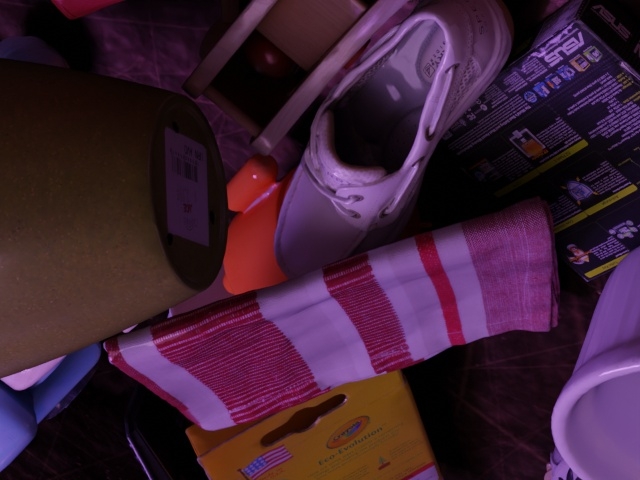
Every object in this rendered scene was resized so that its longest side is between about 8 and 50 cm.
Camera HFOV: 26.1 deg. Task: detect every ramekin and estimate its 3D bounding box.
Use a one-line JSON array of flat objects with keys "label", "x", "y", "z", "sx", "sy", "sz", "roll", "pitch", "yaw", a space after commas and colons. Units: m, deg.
[{"label": "ramekin", "x": 0.316, "y": 0.108, "z": 0.997, "sx": 0.277, "sy": 0.135, "sz": 0.277, "roll": 15, "pitch": 148, "yaw": 9}]

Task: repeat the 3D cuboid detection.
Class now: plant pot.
[{"label": "plant pot", "x": -0.226, "y": -0.020, "z": 0.976, "sx": 0.293, "sy": 0.275, "sz": 0.275, "roll": -6, "pitch": 133, "yaw": 18}]

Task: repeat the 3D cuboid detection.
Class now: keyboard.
[{"label": "keyboard", "x": -0.134, "y": 0.222, "z": 1.431, "sx": 0.201, "sy": 0.033, "sz": 0.317, "roll": 57, "pitch": -174, "yaw": -8}]

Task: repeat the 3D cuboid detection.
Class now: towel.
[{"label": "towel", "x": 0.025, "y": 0.068, "z": 1.065, "sx": 0.329, "sy": 0.037, "sz": 0.237, "roll": -18, "pitch": 158, "yaw": 5}]

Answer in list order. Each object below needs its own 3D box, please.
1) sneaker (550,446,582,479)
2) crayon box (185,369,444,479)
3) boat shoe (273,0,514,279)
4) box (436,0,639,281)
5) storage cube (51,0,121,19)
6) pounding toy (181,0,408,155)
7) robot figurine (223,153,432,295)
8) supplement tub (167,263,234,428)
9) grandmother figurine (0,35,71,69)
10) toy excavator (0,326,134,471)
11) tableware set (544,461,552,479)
[{"label": "sneaker", "x": 0.330, "y": 0.245, "z": 1.200, "sx": 0.366, "sy": 0.210, "sz": 0.137, "roll": 13, "pitch": 161, "yaw": -36}, {"label": "crayon box", "x": 0.003, "y": 0.209, "z": 1.321, "sx": 0.081, "sy": 0.202, "sz": 0.318, "roll": 57, "pitch": 172, "yaw": 38}, {"label": "boat shoe", "x": 0.028, "y": -0.066, "z": 0.982, "sx": 0.098, "sy": 0.096, "sz": 0.277, "roll": 41, "pitch": 124, "yaw": 16}, {"label": "box", "x": 0.195, "y": -0.068, "z": 0.995, "sx": 0.184, "sy": 0.045, "sz": 0.190, "roll": 38, "pitch": 145, "yaw": -12}, {"label": "storage cube", "x": -0.106, "y": -0.280, "z": 0.848, "sx": 0.193, "sy": 0.184, "sz": 0.215, "roll": -8, "pitch": 126, "yaw": 43}, {"label": "pounding toy", "x": -0.041, "y": -0.171, "z": 0.962, "sx": 0.155, "sy": 0.154, "sz": 0.269, "roll": 39, "pitch": 145, "yaw": -9}, {"label": "robot figurine", "x": 0.002, "y": 0.001, "z": 1.167, "sx": 0.219, "sy": 0.128, "sz": 0.158, "roll": -33, "pitch": 74, "yaw": 54}, {"label": "supplement tub", "x": -0.074, "y": 0.116, "z": 1.354, "sx": 0.144, "sy": 0.144, "sz": 0.200, "roll": 19, "pitch": 143, "yaw": 21}, {"label": "grandmother figurine", "x": -0.323, "y": -0.098, "z": 1.337, "sx": 0.208, "sy": 0.104, "sz": 0.342, "roll": 33, "pitch": 150, "yaw": -15}, {"label": "toy excavator", "x": -0.330, "y": 0.125, "z": 1.447, "sx": 0.222, "sy": 0.433, "sz": 0.445, "roll": 45, "pitch": 178, "yaw": -16}, {"label": "tableware set", "x": 0.302, "y": 0.271, "z": 1.350, "sx": 0.168, "sy": 0.020, "sz": 0.141, "roll": 4, "pitch": 135, "yaw": 36}]
